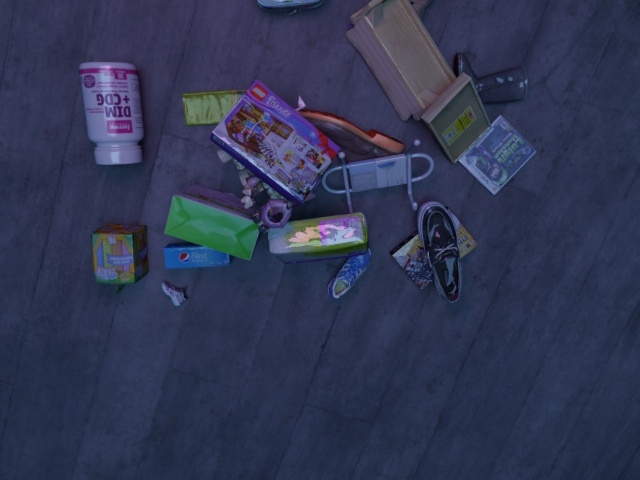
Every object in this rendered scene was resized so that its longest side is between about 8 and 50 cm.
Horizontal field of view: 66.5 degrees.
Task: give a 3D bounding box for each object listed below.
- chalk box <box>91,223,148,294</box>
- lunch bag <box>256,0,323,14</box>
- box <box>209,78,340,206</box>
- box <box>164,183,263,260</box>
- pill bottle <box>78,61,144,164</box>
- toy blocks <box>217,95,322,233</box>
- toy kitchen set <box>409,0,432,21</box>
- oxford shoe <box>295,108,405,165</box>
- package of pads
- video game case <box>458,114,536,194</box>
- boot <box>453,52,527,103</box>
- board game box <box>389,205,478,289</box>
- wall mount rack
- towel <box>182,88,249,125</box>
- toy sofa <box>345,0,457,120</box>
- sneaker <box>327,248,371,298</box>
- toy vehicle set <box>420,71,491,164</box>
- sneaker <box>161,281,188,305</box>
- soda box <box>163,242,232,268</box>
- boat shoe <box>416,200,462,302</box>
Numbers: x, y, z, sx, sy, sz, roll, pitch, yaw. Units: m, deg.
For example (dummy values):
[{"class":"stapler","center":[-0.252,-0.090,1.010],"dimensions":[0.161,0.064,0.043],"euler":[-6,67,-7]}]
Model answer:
[{"class":"chalk box","center":[-0.638,0.065,1.567],"dimensions":[0.131,0.132,0.213],"euler":[1,105,-2]},{"class":"lunch bag","center":[-0.088,-0.795,1.381],"dimensions":[0.223,0.108,0.280],"euler":[-6,105,-3]},{"class":"box","center":[-0.116,-0.256,1.298],"dimensions":[0.293,0.057,0.201],"euler":[38,70,-10]},{"class":"box","center":[-0.306,-0.066,1.492],"dimensions":[0.261,0.231,0.127],"euler":[18,104,-6]},{"class":"pill bottle","center":[-0.611,-0.373,1.445],"dimensions":[0.160,0.160,0.283],"euler":[-2,104,-1]},{"class":"toy blocks","center":[-0.104,-0.226,1.417],"dimensions":[0.259,0.309,0.289],"euler":[-27,104,10]},{"class":"toy kitchen set","center":[0.287,-0.686,1.462],"dimensions":[0.068,0.075,0.083],"euler":[27,65,28]},{"class":"oxford shoe","center":[0.073,-0.301,1.500],"dimensions":[0.363,0.130,0.133],"euler":[20,109,-6]},{"class":"package of pads","center":[0.000,0.000,1.503],"dimensions":[0.296,0.229,0.101],"euler":[-7,78,4]},{"class":"video game case","center":[0.567,-0.273,1.571],"dimensions":[0.173,0.022,0.190],"euler":[41,99,-10]},{"class":"boot","center":[0.519,-0.498,1.487],"dimensions":[0.208,0.076,0.190],"euler":[-12,118,8]},{"class":"board game box","center":[0.377,0.027,1.629],"dimensions":[0.243,0.042,0.165],"euler":[-39,102,8]},{"class":"wall mount rack","center":[0.173,-0.196,1.434],"dimensions":[0.349,0.131,0.304],"euler":[-10,141,4]},{"class":"towel","center":[-0.306,-0.413,1.514],"dimensions":[0.237,0.021,0.102],"euler":[-3,103,0]},{"class":"toy sofa","center":[0.249,-0.548,1.447],"dimensions":[0.150,0.177,0.363],"euler":[-41,102,-17]},{"class":"sneaker","center":[0.102,0.111,1.623],"dimensions":[0.080,0.081,0.211],"euler":[32,98,-7]},{"class":"toy vehicle set","center":[0.409,-0.352,1.450],"dimensions":[0.166,0.035,0.267],"euler":[-46,145,8]},{"class":"sneaker","center":[-0.484,0.168,1.647],"dimensions":[0.069,0.038,0.098],"euler":[-31,112,4]},{"class":"soda box","center":[-0.399,0.045,1.601],"dimensions":[0.209,0.067,0.071],"euler":[-3,104,-1]},{"class":"boat shoe","center":[0.397,0.038,1.548],"dimensions":[0.121,0.119,0.336],"euler":[-18,104,3]}]
